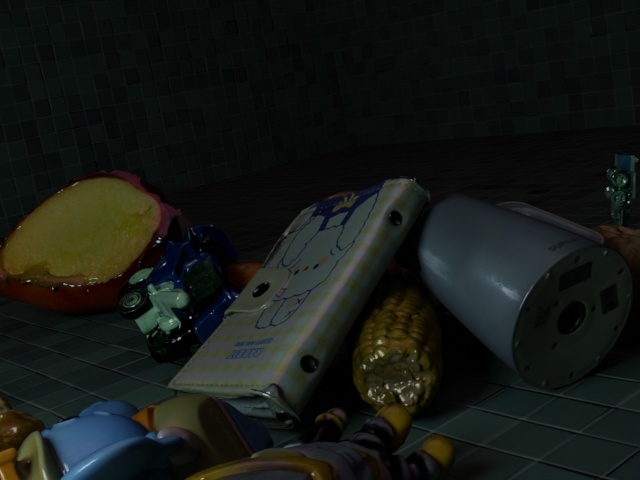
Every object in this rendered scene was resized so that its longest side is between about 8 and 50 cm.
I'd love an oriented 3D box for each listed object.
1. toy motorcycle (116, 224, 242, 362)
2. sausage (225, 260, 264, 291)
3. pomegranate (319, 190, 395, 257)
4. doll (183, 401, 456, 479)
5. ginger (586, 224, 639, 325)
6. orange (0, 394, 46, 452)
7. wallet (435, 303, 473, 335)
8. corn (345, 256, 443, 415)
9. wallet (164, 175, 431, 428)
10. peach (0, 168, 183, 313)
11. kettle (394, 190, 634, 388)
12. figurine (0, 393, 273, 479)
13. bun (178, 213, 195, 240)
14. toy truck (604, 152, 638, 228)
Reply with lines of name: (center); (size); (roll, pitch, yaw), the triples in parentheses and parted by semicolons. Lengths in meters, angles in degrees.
toy motorcycle: (-0.192, 0.071, 1.266); (0.196, 0.125, 0.331); (-36, 24, -11)
sausage: (-0.127, 0.077, 1.401); (0.098, 0.098, 0.238); (-18, 12, -34)
pomegranate: (0.051, 0.018, 1.279); (0.191, 0.191, 0.191); (-10, 11, 2)
doll: (-0.009, 0.204, 0.631); (0.316, 0.145, 0.103); (-15, -23, -52)
ginger: (0.400, 0.044, 0.979); (0.190, 0.126, 0.354); (-27, 18, -20)
orange: (-0.342, 0.216, 0.834); (0.160, 0.112, 0.170); (-1, 33, -11)
wallet: (0.277, 0.067, 1.193); (0.172, 0.045, 0.318); (-2, 12, 30)
corn: (0.083, 0.101, 1.024); (0.120, 0.120, 0.363); (-10, 15, 2)
wallet: (-0.021, 0.066, 0.987); (0.223, 0.077, 0.309); (-14, 36, 53)
peach: (-0.417, 0.035, 1.619); (0.362, 0.201, 0.257); (-26, 58, -8)
kettle: (0.222, 0.024, 0.970); (0.211, 0.160, 0.243); (-22, 32, -19)
figurine: (-0.159, 0.205, 0.700); (0.180, 0.153, 0.262); (-14, -10, 29)
bun: (-0.336, 0.018, 1.805); (0.173, 0.120, 0.173); (-14, -24, -6)
toy truck: (0.447, -0.037, 1.234); (0.081, 0.175, 0.067); (-2, 12, 9)
